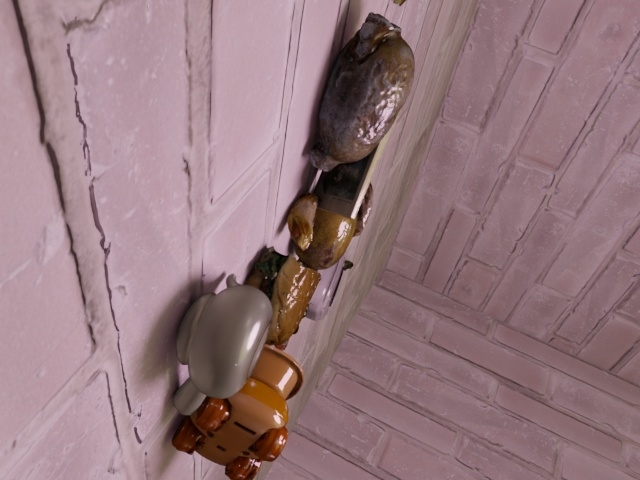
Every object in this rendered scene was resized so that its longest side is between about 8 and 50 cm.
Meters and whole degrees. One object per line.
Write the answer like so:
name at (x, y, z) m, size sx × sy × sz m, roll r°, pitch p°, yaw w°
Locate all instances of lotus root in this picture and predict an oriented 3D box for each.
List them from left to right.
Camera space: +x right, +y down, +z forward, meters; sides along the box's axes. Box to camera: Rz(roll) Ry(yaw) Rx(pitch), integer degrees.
lotus root at (0.002, 0.001, 1.517) m, size 0.278 × 0.154 × 0.154 m, roll -63°, pitch 170°, yaw 19°
lotus root at (0.090, -0.296, 1.227) m, size 0.350 × 0.175 × 0.175 m, roll -64°, pitch 170°, yaw 27°

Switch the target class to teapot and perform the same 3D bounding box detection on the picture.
teapot at (-0.197, 0.222, 1.053) m, size 0.220 × 0.149 × 0.319 m, roll -37°, pitch 150°, yaw -80°

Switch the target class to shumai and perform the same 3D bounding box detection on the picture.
shumai at (0.061, -0.110, 1.604) m, size 0.201 × 0.120 × 0.202 m, roll -23°, pitch -117°, yaw 56°

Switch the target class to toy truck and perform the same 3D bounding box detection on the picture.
toy truck at (-0.175, 0.379, 1.266) m, size 0.288 × 0.204 × 0.212 m, roll -49°, pitch -166°, yaw 40°

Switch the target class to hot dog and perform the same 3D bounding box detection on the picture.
hot dog at (-0.048, -0.054, 1.366) m, size 0.078 × 0.061 × 0.169 m, roll -34°, pitch -143°, yaw 43°

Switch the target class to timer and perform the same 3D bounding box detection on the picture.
timer at (0.020, 0.136, 1.938) m, size 0.237 × 0.087 × 0.262 m, roll 92°, pitch 18°, yaw -66°

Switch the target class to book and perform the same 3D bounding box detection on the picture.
book at (0.075, -0.197, 1.364) m, size 0.214 × 0.025 × 0.283 m, roll 20°, pitch -91°, yaw 58°

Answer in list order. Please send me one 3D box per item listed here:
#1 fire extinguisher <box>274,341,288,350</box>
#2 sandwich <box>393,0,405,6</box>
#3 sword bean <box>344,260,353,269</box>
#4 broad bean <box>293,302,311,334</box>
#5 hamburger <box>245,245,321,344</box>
fire extinguisher at (-0.118, 0.289, 1.796) m, size 0.062 × 0.050 × 0.177 m, roll 6°, pitch 114°, yaw -34°
sandwich at (0.208, -0.623, 1.418) m, size 0.044 × 0.030 × 0.083 m, roll -33°, pitch 149°, yaw -61°
sword bean at (0.098, 0.114, 2.430) m, size 0.269 × 0.038 × 0.043 m, roll -16°, pitch 105°, yaw -75°
broad bean at (-0.079, 0.265, 1.873) m, size 0.069 × 0.039 × 0.227 m, roll -17°, pitch 159°, yaw -25°
hamburger at (-0.101, 0.145, 1.376) m, size 0.309 × 0.132 × 0.211 m, roll 76°, pitch 37°, yaw -74°
